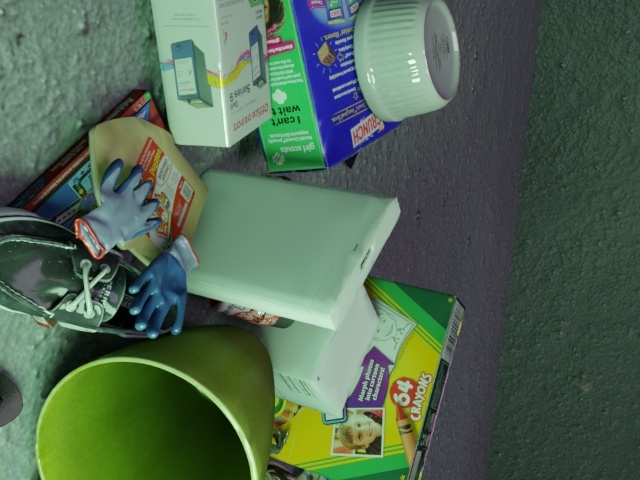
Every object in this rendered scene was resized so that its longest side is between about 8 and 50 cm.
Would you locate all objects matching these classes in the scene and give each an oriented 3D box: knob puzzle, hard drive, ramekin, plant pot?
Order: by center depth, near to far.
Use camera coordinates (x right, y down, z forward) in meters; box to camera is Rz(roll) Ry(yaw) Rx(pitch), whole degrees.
[{"bbox_3d":[-0.220,-0.064,0.837,0.213,0.030,0.213,39,45,-54],"label":"knob puzzle"},{"bbox_3d":[-0.074,-0.002,0.917,0.203,0.308,0.040,-58,146,-33],"label":"hard drive"},{"bbox_3d":[-0.169,0.227,0.917,0.293,0.275,0.274,-45,140,-71],"label":"plant pot"},{"bbox_3d":[0.147,-0.300,1.113,0.207,0.109,0.207,6,83,-59],"label":"ramekin"}]

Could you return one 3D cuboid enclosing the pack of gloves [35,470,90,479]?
[{"bbox_3d":[-0.379,0.395,0.806,0.195,0.046,0.232,17,78,-56],"label":"pack of gloves"}]

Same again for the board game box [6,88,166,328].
[{"bbox_3d":[-0.273,-0.044,0.835,0.281,0.027,0.145,-57,147,-35],"label":"board game box"}]

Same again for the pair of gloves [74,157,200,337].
[{"bbox_3d":[-0.198,0.011,0.771,0.159,0.023,0.198,-68,139,-58],"label":"pair of gloves"}]

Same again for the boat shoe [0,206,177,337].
[{"bbox_3d":[-0.261,0.049,0.751,0.301,0.102,0.108,43,64,-59],"label":"boat shoe"}]

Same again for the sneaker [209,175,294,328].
[{"bbox_3d":[-0.109,-0.001,1.079,0.145,0.090,0.270,15,59,-30],"label":"sneaker"}]

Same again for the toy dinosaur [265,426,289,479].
[{"bbox_3d":[-0.117,0.351,1.162,0.268,0.064,0.118,44,35,-12],"label":"toy dinosaur"}]

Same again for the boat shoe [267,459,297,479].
[{"bbox_3d":[-0.112,0.466,1.250,0.324,0.097,0.116,37,68,-60],"label":"boat shoe"}]

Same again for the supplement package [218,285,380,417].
[{"bbox_3d":[-0.040,0.157,1.154,0.194,0.203,0.149,-63,148,-26],"label":"supplement package"}]

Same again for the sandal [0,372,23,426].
[{"bbox_3d":[-0.369,0.150,0.712,0.067,0.040,0.179,-61,148,-30],"label":"sandal"}]

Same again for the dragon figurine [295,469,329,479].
[{"bbox_3d":[0.016,0.494,1.511,0.144,0.085,0.289,-55,145,-37],"label":"dragon figurine"}]

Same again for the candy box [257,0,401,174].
[{"bbox_3d":[-0.002,-0.295,1.092,0.268,0.122,0.317,-37,119,-51],"label":"candy box"}]

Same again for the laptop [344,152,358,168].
[{"bbox_3d":[0.118,-0.303,1.346,0.234,0.137,0.264,51,56,-55],"label":"laptop"}]

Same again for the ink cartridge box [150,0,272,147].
[{"bbox_3d":[-0.139,-0.247,0.917,0.154,0.093,0.212,-51,145,-58],"label":"ink cartridge box"}]

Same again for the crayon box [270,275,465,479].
[{"bbox_3d":[0.061,0.247,1.257,0.106,0.313,0.362,41,64,-62],"label":"crayon box"}]
